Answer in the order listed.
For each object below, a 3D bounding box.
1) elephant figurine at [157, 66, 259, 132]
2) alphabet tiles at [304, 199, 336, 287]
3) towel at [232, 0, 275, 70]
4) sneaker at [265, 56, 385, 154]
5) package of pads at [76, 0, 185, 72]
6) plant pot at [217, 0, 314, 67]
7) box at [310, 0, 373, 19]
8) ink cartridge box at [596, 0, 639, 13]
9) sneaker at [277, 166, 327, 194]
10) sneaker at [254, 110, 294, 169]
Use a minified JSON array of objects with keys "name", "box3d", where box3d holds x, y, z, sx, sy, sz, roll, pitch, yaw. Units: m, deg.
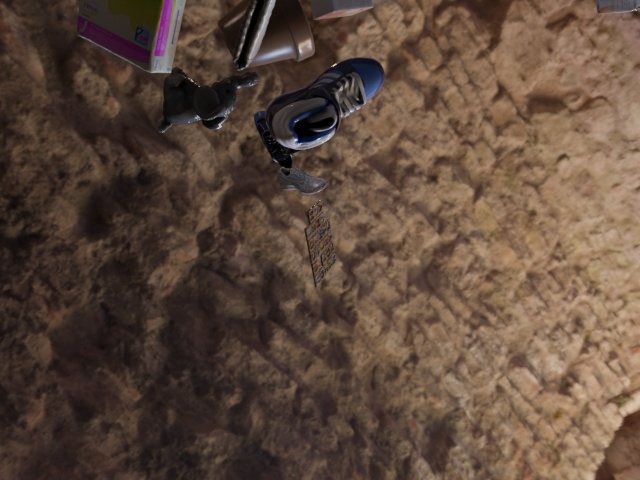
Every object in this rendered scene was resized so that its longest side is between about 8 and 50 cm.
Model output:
[{"name":"elephant figurine","box3d":[-0.318,-0.396,1.584,0.240,0.185,0.169,15,-145,2]},{"name":"alphabet tiles","box3d":[0.000,0.000,1.754,0.198,0.009,0.237,-48,-48,-60]},{"name":"towel","box3d":[-0.080,-0.537,1.080,0.056,0.324,0.312,20,-136,-10]},{"name":"sneaker","box3d":[0.036,-0.305,1.262,0.236,0.323,0.130,-123,10,-59]},{"name":"package of pads","box3d":[-0.498,-0.599,1.441,0.297,0.229,0.101,29,-153,19]},{"name":"plant pot","box3d":[-0.174,-0.631,1.656,0.263,0.229,0.263,63,178,4]},{"name":"box","box3d":[0.069,-0.816,1.883,0.130,0.171,0.090,14,119,57]},{"name":"ink cartridge box","box3d":[0.696,-0.533,1.161,0.179,0.145,0.045,16,145,37]},{"name":"sneaker","box3d":[-0.055,-0.165,1.513,0.053,0.152,0.061,-56,-37,-38]},{"name":"sneaker","box3d":[-0.144,-0.322,1.809,0.232,0.082,0.090,50,-154,-54]}]
